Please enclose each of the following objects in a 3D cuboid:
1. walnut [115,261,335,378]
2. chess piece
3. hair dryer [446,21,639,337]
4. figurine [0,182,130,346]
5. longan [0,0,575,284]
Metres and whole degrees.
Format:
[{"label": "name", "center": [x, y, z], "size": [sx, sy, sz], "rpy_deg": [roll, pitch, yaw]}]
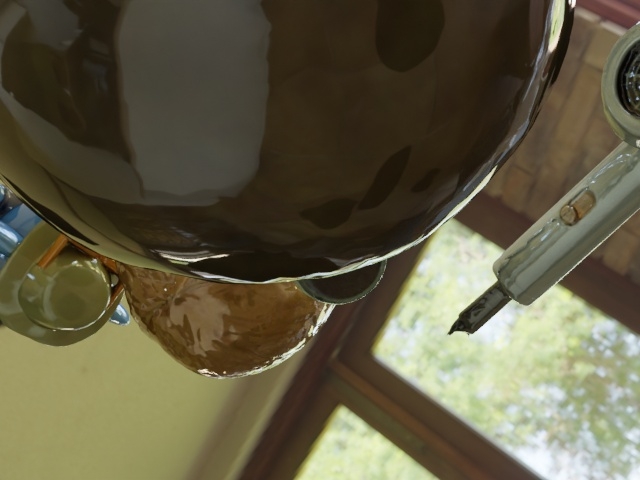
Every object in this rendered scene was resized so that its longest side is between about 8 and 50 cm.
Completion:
[{"label": "walnut", "center": [-0.075, 0.016, 0.986], "size": [0.193, 0.193, 0.225], "rpy_deg": [-63, -14, 13]}, {"label": "chess piece", "center": [0.000, 0.000, 0.718], "size": [0.059, 0.059, 0.149], "rpy_deg": [-56, 11, 1]}, {"label": "hair dryer", "center": [0.222, -0.026, 0.958], "size": [0.173, 0.108, 0.357], "rpy_deg": [10, -50, -48]}, {"label": "figurine", "center": [-0.301, 0.007, 1.212], "size": [0.153, 0.262, 0.180], "rpy_deg": [-34, -43, -25]}, {"label": "longan", "center": [-0.039, -0.128, 0.547], "size": [0.319, 0.319, 0.319], "rpy_deg": [-36, -34, -30]}]
